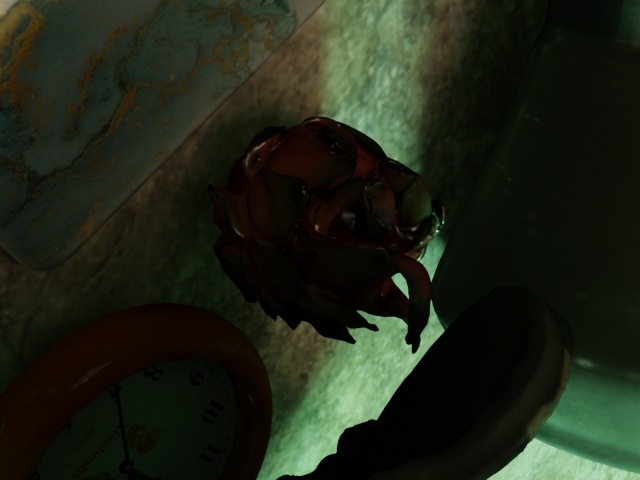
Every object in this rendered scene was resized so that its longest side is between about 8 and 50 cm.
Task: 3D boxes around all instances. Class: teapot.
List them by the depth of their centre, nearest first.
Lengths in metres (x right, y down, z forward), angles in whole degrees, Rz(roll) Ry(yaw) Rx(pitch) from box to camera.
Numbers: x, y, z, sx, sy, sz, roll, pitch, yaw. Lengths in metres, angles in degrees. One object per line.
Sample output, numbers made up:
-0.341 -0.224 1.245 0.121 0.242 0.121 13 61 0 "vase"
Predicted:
0.251 -0.069 0.719 0.376 0.305 0.362 -28 128 -66 "teapot"

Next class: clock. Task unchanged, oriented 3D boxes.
-0.114 0.129 0.633 0.205 0.051 0.205 -24 130 -32 "clock"

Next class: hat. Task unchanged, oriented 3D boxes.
-0.013 0.192 0.528 0.366 0.381 0.257 -24 92 -31 "hat"

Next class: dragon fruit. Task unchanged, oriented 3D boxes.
0.000 -0.007 0.600 0.130 0.142 0.121 6 94 -58 "dragon fruit"

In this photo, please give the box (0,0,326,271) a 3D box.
-0.077 -0.122 0.535 0.285 0.044 0.142 -47 140 -12 "box"
